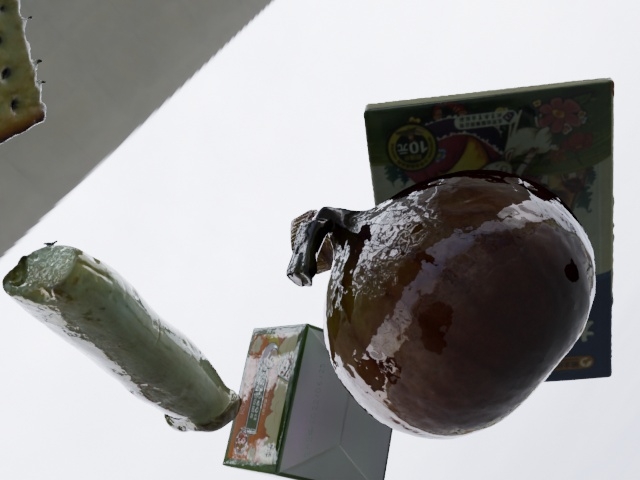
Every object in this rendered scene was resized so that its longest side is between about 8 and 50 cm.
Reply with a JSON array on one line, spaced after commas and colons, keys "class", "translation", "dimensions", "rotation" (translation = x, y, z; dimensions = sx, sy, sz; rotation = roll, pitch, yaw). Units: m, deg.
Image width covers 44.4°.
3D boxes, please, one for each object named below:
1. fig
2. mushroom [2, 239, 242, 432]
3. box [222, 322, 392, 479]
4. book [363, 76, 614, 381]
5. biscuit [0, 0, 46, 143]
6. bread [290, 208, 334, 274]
[{"class": "fig", "translation": [0.106, 0.039, 0.636], "dimensions": [0.235, 0.214, 0.235], "rotation": [-29, -16, -9]}, {"class": "mushroom", "translation": [-0.186, 0.110, 0.807], "dimensions": [0.100, 0.081, 0.312], "rotation": [-12, -42, 22]}, {"class": "box", "translation": [-0.010, 0.231, 1.066], "dimensions": [0.177, 0.148, 0.195], "rotation": [22, -110, -31]}, {"class": "book", "translation": [0.173, 0.009, 0.775], "dimensions": [0.018, 0.228, 0.322], "rotation": [-72, -26, -63]}, {"class": "biscuit", "translation": [-0.224, -0.149, 0.427], "dimensions": [0.139, 0.016, 0.231], "rotation": [-46, -40, -46]}, {"class": "bread", "translation": [0.000, 0.000, 1.004], "dimensions": [0.053, 0.085, 0.085], "rotation": [-23, -31, 23]}]
